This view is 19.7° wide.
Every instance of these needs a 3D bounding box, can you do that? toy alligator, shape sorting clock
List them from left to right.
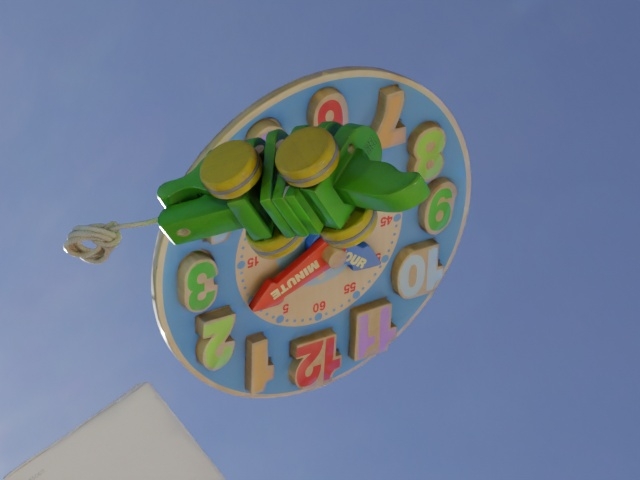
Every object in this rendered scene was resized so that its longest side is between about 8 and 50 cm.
[{"bbox_3d":[-0.035,-0.026,0.862,0.190,0.051,0.056,-8,-42,27],"label":"toy alligator"},{"bbox_3d":[0.000,0.000,1.028,0.206,0.040,0.206,-21,-48,-25],"label":"shape sorting clock"}]

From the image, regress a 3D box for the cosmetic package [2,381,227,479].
[{"bbox_3d":[-0.138,0.263,1.378,0.138,0.224,0.224,-34,-101,-29],"label":"cosmetic package"}]
